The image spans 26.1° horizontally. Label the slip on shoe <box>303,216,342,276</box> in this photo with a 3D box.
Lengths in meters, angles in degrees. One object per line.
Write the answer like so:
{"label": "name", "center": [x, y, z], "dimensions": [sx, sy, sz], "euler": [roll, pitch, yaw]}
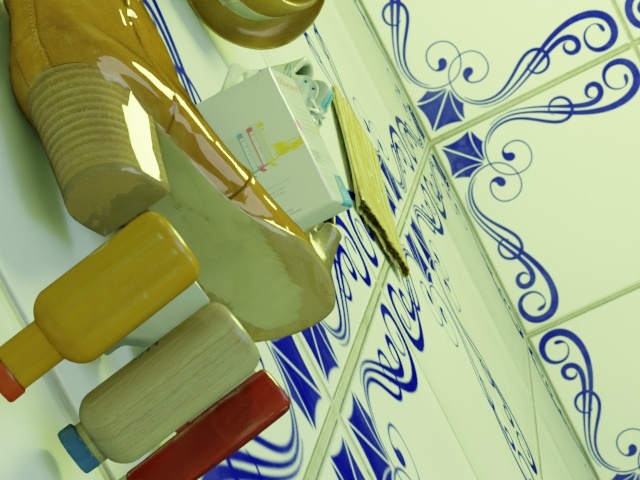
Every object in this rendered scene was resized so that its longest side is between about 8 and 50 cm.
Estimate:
{"label": "slip on shoe", "center": [0.000, 0.000, 1.351], "dimensions": [0.051, 0.041, 0.135], "euler": [58, 12, -29]}

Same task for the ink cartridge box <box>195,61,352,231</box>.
{"label": "ink cartridge box", "center": [-0.049, -0.075, 1.165], "dimensions": [0.143, 0.090, 0.092], "euler": [64, 11, 7]}

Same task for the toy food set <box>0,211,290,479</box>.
{"label": "toy food set", "center": [-0.089, 0.074, 0.710], "dimensions": [0.111, 0.104, 0.232], "euler": [52, -9, 7]}

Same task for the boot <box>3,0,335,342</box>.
{"label": "boot", "center": [-0.095, -0.067, 0.897], "dimensions": [0.295, 0.104, 0.211], "euler": [41, 25, -54]}

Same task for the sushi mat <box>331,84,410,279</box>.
{"label": "sushi mat", "center": [0.067, -0.087, 1.925], "dimensions": [0.151, 0.019, 0.316], "euler": [56, 13, -33]}

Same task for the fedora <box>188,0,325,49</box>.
{"label": "fedora", "center": [-0.051, -0.287, 1.397], "dimensions": [0.079, 0.194, 0.194], "euler": [12, -40, 53]}

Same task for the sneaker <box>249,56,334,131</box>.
{"label": "sneaker", "center": [-0.023, -0.128, 1.435], "dimensions": [0.071, 0.083, 0.191], "euler": [55, 15, -47]}
